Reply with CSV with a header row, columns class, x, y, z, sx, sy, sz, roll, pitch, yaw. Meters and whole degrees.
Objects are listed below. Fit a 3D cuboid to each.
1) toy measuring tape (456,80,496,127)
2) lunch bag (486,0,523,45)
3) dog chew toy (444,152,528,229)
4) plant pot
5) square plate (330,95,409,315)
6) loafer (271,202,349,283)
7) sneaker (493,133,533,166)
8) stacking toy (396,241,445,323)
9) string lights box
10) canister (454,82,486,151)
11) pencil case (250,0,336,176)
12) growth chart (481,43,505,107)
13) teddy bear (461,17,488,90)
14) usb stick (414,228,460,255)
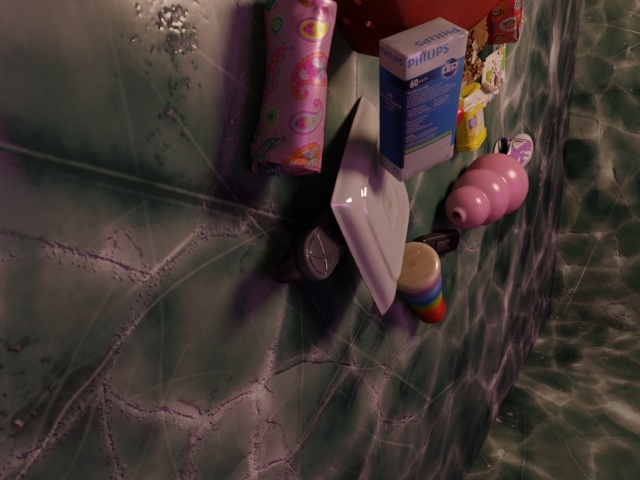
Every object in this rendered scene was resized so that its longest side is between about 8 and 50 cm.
class,x,y,z,sx,sy,sz,roll,pitch,yaw
toy measuring tape,0.356,-0.368,1.325,0.330,0.121,0.121,-35,129,-23
lunch bag,0.551,-0.746,1.517,0.258,0.120,0.293,29,66,-64
dog chew toy,0.505,-0.142,1.590,0.331,0.206,0.207,-33,125,-37
plant pot,0.151,-0.482,0.933,0.236,0.267,0.267,-57,142,-6
square plate,0.128,-0.076,1.093,0.344,0.049,0.347,63,32,-42
loafer,0.000,0.000,0.989,0.109,0.095,0.302,64,28,-9
sneaker,0.739,-0.354,1.950,0.282,0.102,0.161,-56,137,-31
stacking toy,0.286,0.138,1.404,0.141,0.141,0.330,-65,148,-20
string lights box,0.181,-0.248,0.928,0.133,0.077,0.260,-26,139,-17
canister,0.447,-0.374,1.540,0.126,0.073,0.170,-49,134,-37
pencil case,-0.045,-0.245,0.820,0.124,0.124,0.284,-4,103,-55
growth chart,0.592,-0.565,1.745,0.237,0.021,0.172,-46,135,-39
teddy bear,0.381,-0.560,1.384,0.245,0.113,0.338,-50,144,-26
usb stick,0.352,0.011,1.533,0.278,0.045,0.077,-10,114,-55
